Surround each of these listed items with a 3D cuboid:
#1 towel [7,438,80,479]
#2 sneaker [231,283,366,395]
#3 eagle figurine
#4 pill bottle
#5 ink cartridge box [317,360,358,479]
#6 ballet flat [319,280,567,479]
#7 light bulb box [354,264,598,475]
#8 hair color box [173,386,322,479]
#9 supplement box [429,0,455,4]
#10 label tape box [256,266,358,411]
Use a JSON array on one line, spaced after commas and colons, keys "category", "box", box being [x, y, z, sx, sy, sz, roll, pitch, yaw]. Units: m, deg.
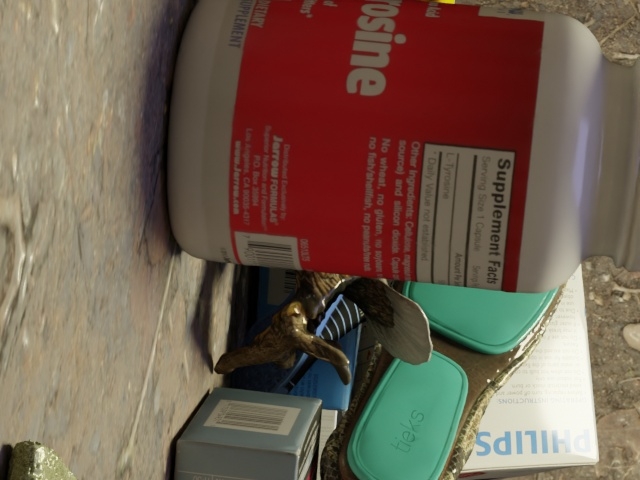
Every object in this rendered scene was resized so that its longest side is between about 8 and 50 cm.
[{"category": "towel", "box": [-0.166, 0.182, 1.076, 0.148, 0.027, 0.110, 80, 16, -69]}, {"category": "sneaker", "box": [0.002, 0.080, 1.832, 0.090, 0.081, 0.232, 23, 106, -48]}, {"category": "eagle figurine", "box": [-0.002, -0.033, 1.672, 0.225, 0.226, 0.298, 47, 51, -55]}, {"category": "pill bottle", "box": [0.095, -0.078, 1.462, 0.229, 0.407, 0.229, 6, 90, -84]}, {"category": "ink cartridge box", "box": [0.006, 0.249, 2.150, 0.206, 0.045, 0.208, -8, 105, -83]}, {"category": "ballet flat", "box": [0.112, 0.138, 1.843, 0.483, 0.164, 0.182, -57, 175, -41]}, {"category": "light bulb box", "box": [0.160, 0.126, 2.292, 0.358, 0.225, 0.361, 152, -64, -66]}, {"category": "hair color box", "box": [-0.075, 0.342, 1.659, 0.185, 0.113, 0.374, -55, 151, -78]}, {"category": "supplement box", "box": [0.028, -0.314, 1.625, 0.356, 0.195, 0.194, -41, 136, -82]}, {"category": "label tape box", "box": [0.000, 0.000, 2.051, 0.348, 0.115, 0.249, -81, 175, -65]}]
